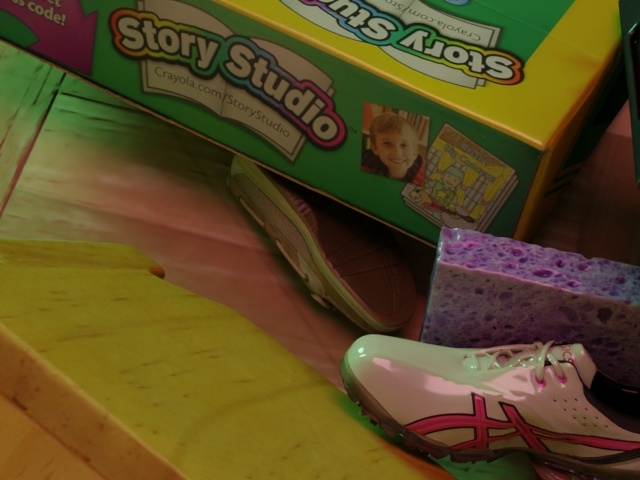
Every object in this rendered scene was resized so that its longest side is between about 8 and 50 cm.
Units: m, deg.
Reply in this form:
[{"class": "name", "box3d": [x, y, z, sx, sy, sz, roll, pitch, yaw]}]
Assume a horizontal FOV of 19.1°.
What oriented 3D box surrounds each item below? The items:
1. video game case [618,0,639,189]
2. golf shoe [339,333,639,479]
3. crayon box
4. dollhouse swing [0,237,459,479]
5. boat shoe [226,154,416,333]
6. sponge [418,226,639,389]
[{"class": "video game case", "box3d": [0.270, -0.007, 1.019, 0.275, 0.035, 0.248, 39, 25, -13]}, {"class": "golf shoe", "box3d": [0.102, 0.077, 0.996, 0.186, 0.086, 0.067, 19, 29, -15]}, {"class": "crayon box", "box3d": [0.019, -0.166, 1.178, 0.363, 0.106, 0.313, 26, 41, 13]}, {"class": "dollhouse swing", "box3d": [-0.104, 0.218, 0.890, 0.347, 0.305, 0.315, 35, 12, 21]}, {"class": "boat shoe", "box3d": [-0.002, 0.000, 1.108, 0.056, 0.048, 0.153, -23, 63, -40]}, {"class": "sponge", "box3d": [0.157, 0.060, 1.027, 0.210, 0.117, 0.031, 12, 50, 2]}]
